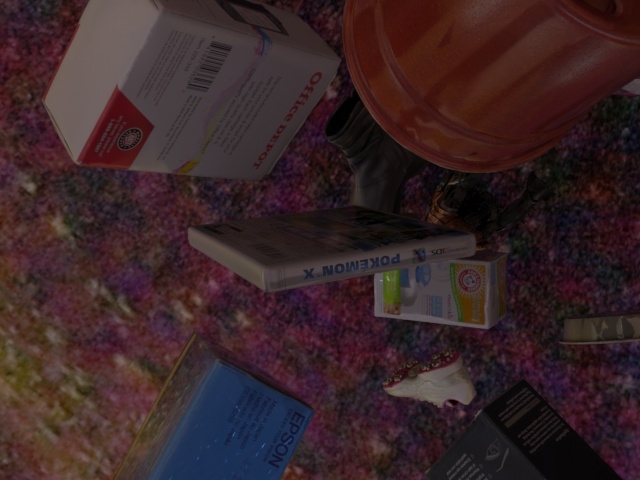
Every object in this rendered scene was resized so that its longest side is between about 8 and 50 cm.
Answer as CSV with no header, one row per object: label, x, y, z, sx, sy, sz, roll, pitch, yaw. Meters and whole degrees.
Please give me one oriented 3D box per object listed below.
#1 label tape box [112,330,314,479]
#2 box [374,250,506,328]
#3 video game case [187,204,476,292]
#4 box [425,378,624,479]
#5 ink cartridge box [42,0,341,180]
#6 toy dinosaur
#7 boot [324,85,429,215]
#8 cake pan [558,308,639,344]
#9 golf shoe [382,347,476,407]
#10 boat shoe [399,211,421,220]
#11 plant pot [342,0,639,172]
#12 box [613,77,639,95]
label tape box,-0.145,0.242,0.781,0.115,0.249,0.348,29,171,-10
box,0.203,0.075,1.195,0.203,0.103,0.114,4,99,29
video game case,0.000,0.000,1.006,0.329,0.300,0.036,-160,65,-63
box,0.231,0.277,0.825,0.158,0.093,0.156,48,136,24
ink cartridge box,-0.157,-0.203,0.906,0.226,0.306,0.131,-51,62,27
toy dinosaur,0.248,-0.044,1.135,0.164,0.322,0.218,36,109,-28
boot,0.070,-0.137,1.293,0.118,0.338,0.223,21,168,44
cake pan,0.646,0.176,1.481,0.293,0.293,0.054,-11,83,38
golf shoe,0.266,0.367,1.765,0.140,0.115,0.306,54,149,-1
boat shoe,0.152,-0.008,1.650,0.064,0.178,0.060,58,174,10
plant pot,0.181,-0.213,0.584,0.272,0.272,0.265,36,169,-7
box,0.502,-0.311,1.127,0.163,0.247,0.142,14,100,-19
